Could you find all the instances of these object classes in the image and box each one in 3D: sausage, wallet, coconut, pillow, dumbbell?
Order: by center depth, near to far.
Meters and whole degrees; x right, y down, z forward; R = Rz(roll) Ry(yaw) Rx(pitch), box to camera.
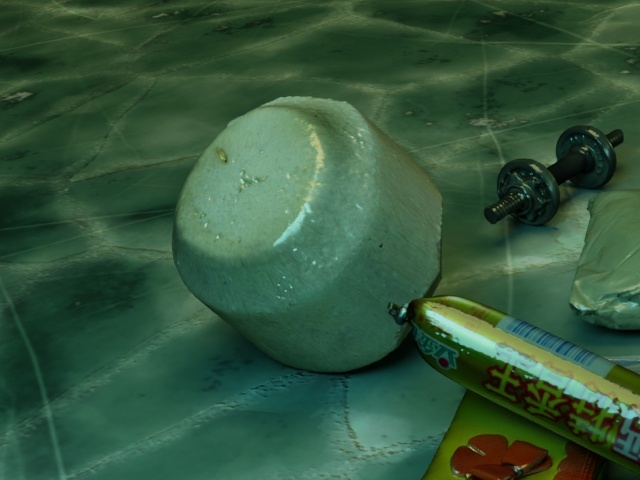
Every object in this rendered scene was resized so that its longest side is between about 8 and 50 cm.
[{"bbox_3d":[0.210,0.122,1.112,0.372,0.082,0.082,25,37,23],"label":"sausage"},{"bbox_3d":[0.169,0.166,1.164,0.141,0.067,0.241,4,27,19],"label":"wallet"},{"bbox_3d":[0.000,0.000,1.363,0.237,0.266,0.237,-18,51,24],"label":"coconut"},{"bbox_3d":[0.396,0.007,1.425,0.281,0.076,0.274,1,25,15],"label":"pillow"},{"bbox_3d":[0.269,-0.075,1.628,0.082,0.081,0.254,16,34,40],"label":"dumbbell"}]

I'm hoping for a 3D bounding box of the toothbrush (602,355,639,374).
[{"bbox_3d":[0.312,0.113,1.280,0.375,0.028,0.037,-4,20,6],"label":"toothbrush"}]
